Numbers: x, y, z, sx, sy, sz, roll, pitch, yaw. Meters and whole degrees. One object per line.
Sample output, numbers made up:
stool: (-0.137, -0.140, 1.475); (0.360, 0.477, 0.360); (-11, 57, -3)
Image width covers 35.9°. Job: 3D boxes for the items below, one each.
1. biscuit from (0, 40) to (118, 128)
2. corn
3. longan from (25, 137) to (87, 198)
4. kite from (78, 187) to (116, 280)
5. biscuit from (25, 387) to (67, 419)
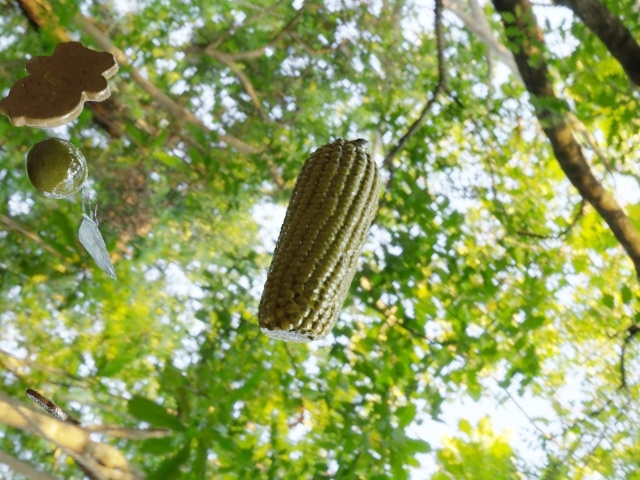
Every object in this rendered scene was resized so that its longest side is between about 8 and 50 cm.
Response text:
biscuit: (-0.366, -0.218, 1.405); (0.133, 0.027, 0.184); (13, -130, 3)
corn: (0.000, 0.000, 1.537); (0.144, 0.144, 0.387); (-6, -131, 32)
longan: (-0.311, -0.088, 1.163); (0.075, 0.075, 0.083); (-42, -142, 8)
kite: (-0.471, -0.028, 2.052); (0.015, 0.141, 0.245); (-25, -135, 2)
biscuit: (-0.514, 0.308, 1.862); (0.078, 0.091, 0.015); (4, -127, 49)
